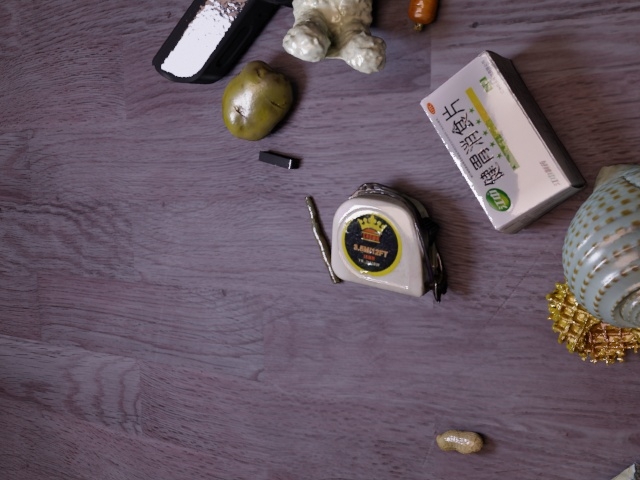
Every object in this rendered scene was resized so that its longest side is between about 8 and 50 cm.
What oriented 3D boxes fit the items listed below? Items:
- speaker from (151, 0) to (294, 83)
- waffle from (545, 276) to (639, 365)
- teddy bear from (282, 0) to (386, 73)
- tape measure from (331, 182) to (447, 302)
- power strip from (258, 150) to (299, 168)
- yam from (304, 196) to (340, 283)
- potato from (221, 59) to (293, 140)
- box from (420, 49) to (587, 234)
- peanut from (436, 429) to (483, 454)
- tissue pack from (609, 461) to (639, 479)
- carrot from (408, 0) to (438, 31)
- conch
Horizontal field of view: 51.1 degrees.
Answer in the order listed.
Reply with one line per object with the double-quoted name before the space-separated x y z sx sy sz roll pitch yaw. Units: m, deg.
"speaker" -0.229 -0.521 1.688 0.388 0.180 0.184 -44 77 28
"waffle" 0.550 0.145 1.319 0.193 0.070 0.197 -48 70 27
"teddy bear" 0.052 -0.607 1.420 0.327 0.375 0.362 8 126 -9
"tape measure" 0.169 -0.006 1.518 0.271 0.133 0.231 14 111 29
"power strip" -0.109 -0.207 1.724 0.111 0.038 0.029 19 106 31
"yam" 0.001 0.000 1.686 0.027 0.029 0.234 -20 82 6
"potato" -0.163 -0.349 1.684 0.154 0.137 0.200 47 116 19
"box" 0.371 -0.195 1.354 0.173 0.145 0.333 -35 77 33
"peanut" 0.316 0.458 1.519 0.113 0.054 0.054 -7 92 36
"tissue pack" 0.563 0.690 1.292 0.332 0.205 0.405 50 118 18
"carrot" 0.241 -0.584 1.447 0.061 0.061 0.256 18 102 30
"conch" 0.578 -0.008 1.169 0.303 0.215 0.319 -7 76 12
